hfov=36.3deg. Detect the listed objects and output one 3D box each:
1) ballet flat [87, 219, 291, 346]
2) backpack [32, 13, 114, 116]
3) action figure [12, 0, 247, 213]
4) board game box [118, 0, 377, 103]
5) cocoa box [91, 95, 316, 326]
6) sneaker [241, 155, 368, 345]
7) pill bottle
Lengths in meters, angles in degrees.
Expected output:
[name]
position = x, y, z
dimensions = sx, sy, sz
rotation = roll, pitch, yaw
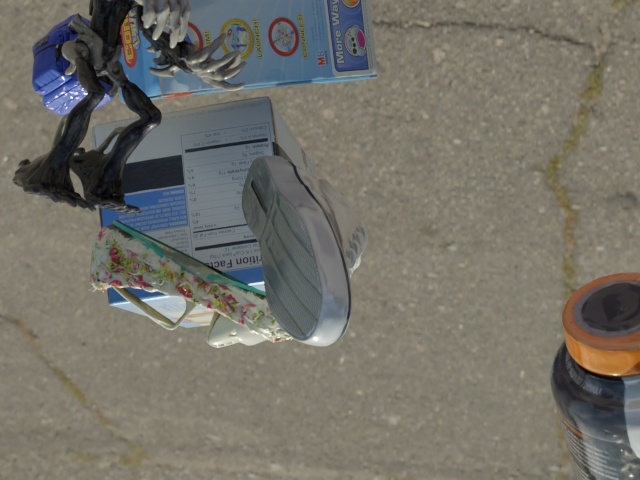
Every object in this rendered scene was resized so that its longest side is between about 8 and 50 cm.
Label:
[ballet flat]
position = -0.116, 0.058, 0.952
dimensions = 0.241, 0.077, 0.091
rotation = 24, 177, -3
[backpack]
position = -0.329, -0.241, 1.301
dimensions = 0.098, 0.120, 0.101
rotation = -18, 152, 27
[action figure]
position = -0.133, -0.155, 0.740
dimensions = 0.141, 0.275, 0.164
rotation = 18, -178, 25
[board game box]
position = -0.088, -0.316, 1.063
dimensions = 0.086, 0.302, 0.308
rotation = 2, 101, 50
[cocoa box]
position = -0.130, -0.018, 1.299
dimensions = 0.231, 0.228, 0.347
rotation = -9, 169, 7
[sneaker]
position = 0.000, 0.000, 0.842
dimensions = 0.091, 0.258, 0.094
rotation = 11, 119, -20
[pill bottle]
position = 0.257, 0.144, 0.771
dimensions = 0.130, 0.130, 0.245
rotation = -7, 126, 24
